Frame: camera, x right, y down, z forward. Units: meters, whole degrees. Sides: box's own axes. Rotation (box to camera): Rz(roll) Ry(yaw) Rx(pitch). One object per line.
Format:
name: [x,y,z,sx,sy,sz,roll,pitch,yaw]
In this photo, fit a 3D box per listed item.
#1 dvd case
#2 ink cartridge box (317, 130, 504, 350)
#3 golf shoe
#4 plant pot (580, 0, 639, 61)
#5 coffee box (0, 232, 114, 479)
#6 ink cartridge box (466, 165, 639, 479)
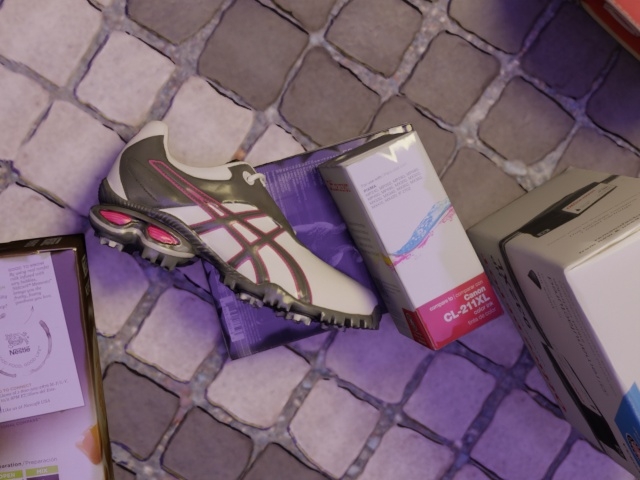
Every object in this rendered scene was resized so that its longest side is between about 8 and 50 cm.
dvd case: [0.000,0.000,1.172,0.221,0.018,0.164,-17,96,-6]
ink cartridge box: [0.075,-0.003,1.107,0.072,0.127,0.175,-27,97,-7]
golf shoe: [-0.059,-0.004,1.105,0.273,0.105,0.120,24,83,-9]
plant pot: [0.341,-0.269,1.087,0.275,0.275,0.243,43,100,-9]
coffee box: [-0.237,0.125,1.086,0.098,0.141,0.246,-7,96,-7]
ink cartridge box: [0.256,0.070,1.070,0.129,0.307,0.223,-30,99,-3]
